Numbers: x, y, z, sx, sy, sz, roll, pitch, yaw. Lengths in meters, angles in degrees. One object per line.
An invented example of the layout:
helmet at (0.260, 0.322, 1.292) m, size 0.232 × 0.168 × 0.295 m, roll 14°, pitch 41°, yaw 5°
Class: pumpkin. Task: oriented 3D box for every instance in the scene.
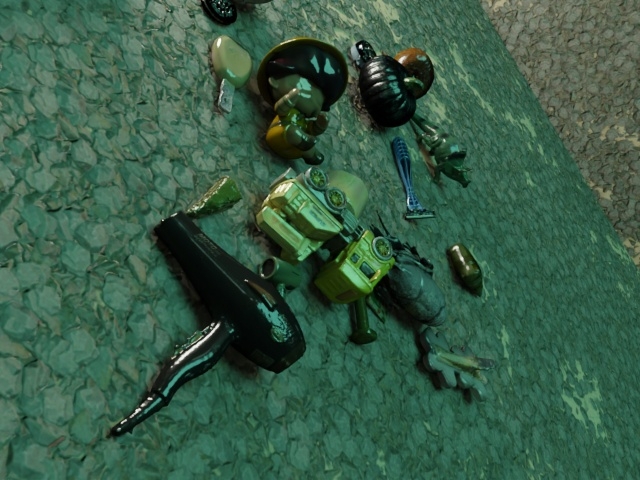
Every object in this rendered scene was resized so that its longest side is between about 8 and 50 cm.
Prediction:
pumpkin at (0.173, -0.386, 1.848) m, size 0.194 × 0.150 × 0.194 m, roll 31°, pitch 25°, yaw -16°

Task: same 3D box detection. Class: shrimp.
shrimp at (0.173, 0.063, 1.518) m, size 0.343 × 0.116 × 0.145 m, roll 50°, pitch 23°, yaw -35°

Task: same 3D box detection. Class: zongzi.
zongzi at (0.381, 0.065, 1.892) m, size 0.130 × 0.062 × 0.154 m, roll 52°, pitch 12°, yaw -52°

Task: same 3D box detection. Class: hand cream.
hand cream at (0.097, 0.102, 1.486) m, size 0.165 × 0.037 × 0.057 m, roll 51°, pitch 34°, yaw -26°

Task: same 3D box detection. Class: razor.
razor at (0.225, -0.159, 1.839) m, size 0.081 × 0.042 × 0.253 m, roll -6°, pitch 63°, yaw -11°

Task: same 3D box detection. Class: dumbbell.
dumbbell at (0.081, 0.146, 1.412) m, size 0.052 × 0.046 × 0.118 m, roll 32°, pitch 42°, yaw -44°

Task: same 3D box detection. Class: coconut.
coconut at (0.038, -0.084, 1.463) m, size 0.116 × 0.116 × 0.122 m, roll 51°, pitch 40°, yaw -16°

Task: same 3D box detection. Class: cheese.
cheese at (-0.180, -0.323, 1.413) m, size 0.097 × 0.037 × 0.192 m, roll 34°, pitch 41°, yaw -33°

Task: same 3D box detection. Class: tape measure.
tape measure at (0.123, -0.496, 1.935) m, size 0.094 × 0.054 × 0.091 m, roll 36°, pitch 39°, yaw -43°

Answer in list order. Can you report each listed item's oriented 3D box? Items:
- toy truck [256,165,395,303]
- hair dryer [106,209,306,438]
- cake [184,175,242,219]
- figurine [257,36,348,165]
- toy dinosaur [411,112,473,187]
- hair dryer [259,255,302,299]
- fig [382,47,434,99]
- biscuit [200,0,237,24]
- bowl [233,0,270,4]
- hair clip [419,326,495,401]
toy truck at (0.000, 0.000, 1.331) m, size 0.272 × 0.124 × 0.157 m, roll 46°, pitch 51°, yaw -12°
hair dryer at (-0.198, 0.134, 1.021) m, size 0.304 × 0.120 × 0.359 m, roll 49°, pitch 43°, yaw -4°
cake at (-0.185, -0.055, 1.198) m, size 0.055 × 0.051 × 0.140 m, roll 55°, pitch 36°, yaw -13°
figurine at (-0.048, -0.294, 1.464) m, size 0.192 × 0.167 × 0.257 m, roll 41°, pitch 59°, yaw -49°
toy dinosaur at (0.325, -0.260, 2.023) m, size 0.079 × 0.120 × 0.292 m, roll -18°, pitch 57°, yaw -45°
hair dryer at (-0.069, 0.106, 1.246) m, size 0.071 × 0.047 × 0.150 m, roll 27°, pitch 52°, yaw -42°
fig at (0.231, -0.479, 2.043) m, size 0.134 × 0.146 × 0.201 m, roll 43°, pitch -2°, yaw -31°
biscuit at (-0.213, -0.493, 1.504) m, size 0.087 × 0.027 × 0.089 m, roll 53°, pitch 35°, yaw -14°
bowl at (-0.169, -0.569, 1.538) m, size 0.189 × 0.189 × 0.086 m, roll 43°, pitch 77°, yaw -26°
hair clip at (0.310, 0.279, 1.606) m, size 0.257 × 0.075 × 0.146 m, roll 22°, pitch 47°, yaw -36°
